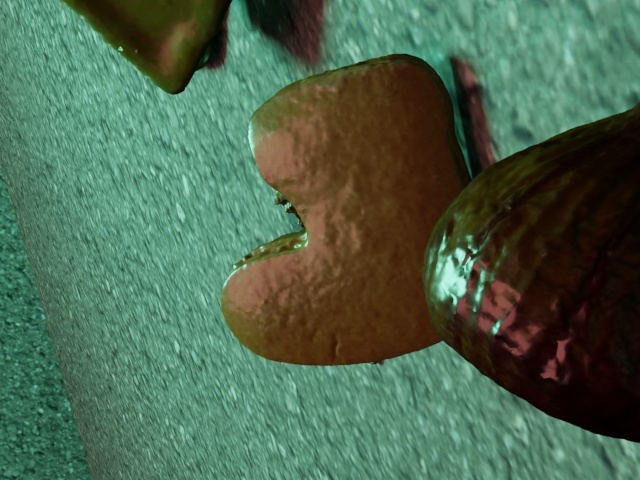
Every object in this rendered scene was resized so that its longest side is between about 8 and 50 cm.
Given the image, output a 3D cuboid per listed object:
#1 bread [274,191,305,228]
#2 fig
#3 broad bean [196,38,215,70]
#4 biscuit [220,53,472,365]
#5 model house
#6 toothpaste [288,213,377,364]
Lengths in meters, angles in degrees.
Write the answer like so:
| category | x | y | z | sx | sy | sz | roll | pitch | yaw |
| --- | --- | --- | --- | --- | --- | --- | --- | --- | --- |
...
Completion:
| category | x | y | z | sx | sy | sz | roll | pitch | yaw |
| --- | --- | --- | --- | --- | --- | --- | --- | --- | --- |
| bread | 0.026 | -0.014 | 0.804 | 0.060 | 0.082 | 0.113 | -7 | 121 | 56 |
| fig | 0.142 | -0.020 | 0.504 | 0.134 | 0.146 | 0.201 | 36 | 101 | 52 |
| broad bean | -0.162 | -0.241 | 1.143 | 0.292 | 0.049 | 0.144 | 41 | 137 | 50 |
| biscuit | 0.007 | -0.011 | 0.745 | 0.036 | 0.186 | 0.192 | -44 | -58 | -64 |
| model house | -0.125 | -0.258 | 0.911 | 0.268 | 0.173 | 0.239 | -90 | -15 | -53 |
| toothpaste | 0.000 | 0.000 | 0.947 | 0.062 | 0.037 | 0.216 | 16 | 127 | 64 |
